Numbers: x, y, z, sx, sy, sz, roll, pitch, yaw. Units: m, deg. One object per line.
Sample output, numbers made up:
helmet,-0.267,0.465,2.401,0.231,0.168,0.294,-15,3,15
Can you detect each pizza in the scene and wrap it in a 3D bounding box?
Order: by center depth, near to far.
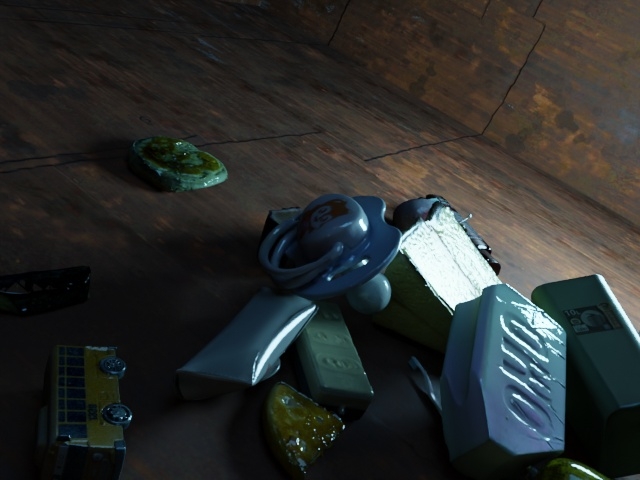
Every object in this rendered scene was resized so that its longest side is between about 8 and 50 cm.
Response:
pizza,-0.027,0.282,0.989,0.130,0.041,0.178,2,34,-34

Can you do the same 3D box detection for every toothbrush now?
toothbrush,0.211,0.287,1.208,0.017,0.022,0.204,26,22,-37

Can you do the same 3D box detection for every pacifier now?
pacifier,0.045,0.047,1.208,0.233,0.244,0.299,55,10,-26

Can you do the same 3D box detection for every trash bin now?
trash bin,0.555,0.260,1.308,0.158,0.223,0.343,-11,33,0

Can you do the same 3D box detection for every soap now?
soap,0.320,0.252,1.153,0.208,0.115,0.347,36,42,-10

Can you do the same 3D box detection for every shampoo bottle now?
shampoo bottle,0.379,-0.009,1.829,0.129,0.084,0.323,3,35,-31

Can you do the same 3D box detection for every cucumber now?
cucumber,-0.436,0.076,1.010,0.220,0.046,0.070,-11,52,-51

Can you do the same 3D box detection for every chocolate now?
chocolate,0.000,0.000,1.453,0.321,0.112,0.112,-6,43,-48

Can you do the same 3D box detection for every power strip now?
power strip,0.008,0.199,1.140,0.105,0.070,0.257,13,30,-24

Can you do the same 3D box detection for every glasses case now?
glasses case,-0.106,0.169,1.046,0.128,0.083,0.308,3,20,20

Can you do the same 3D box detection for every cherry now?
cherry,0.283,-0.066,1.797,0.188,0.148,0.115,-21,84,-28

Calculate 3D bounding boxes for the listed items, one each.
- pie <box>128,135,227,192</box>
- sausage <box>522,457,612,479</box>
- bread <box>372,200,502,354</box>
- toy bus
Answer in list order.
pie,-0.332,-0.176,1.547,0.240,0.054,0.240,18,26,-9
sausage,0.468,0.453,1.014,0.347,0.123,0.123,31,27,12
bread,0.330,0.114,1.420,0.404,0.242,0.346,24,29,6
toy bus,-0.296,0.218,0.816,0.103,0.091,0.182,9,29,-26
